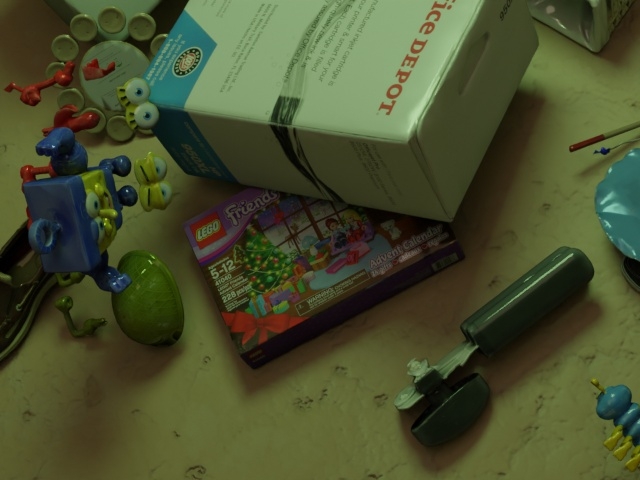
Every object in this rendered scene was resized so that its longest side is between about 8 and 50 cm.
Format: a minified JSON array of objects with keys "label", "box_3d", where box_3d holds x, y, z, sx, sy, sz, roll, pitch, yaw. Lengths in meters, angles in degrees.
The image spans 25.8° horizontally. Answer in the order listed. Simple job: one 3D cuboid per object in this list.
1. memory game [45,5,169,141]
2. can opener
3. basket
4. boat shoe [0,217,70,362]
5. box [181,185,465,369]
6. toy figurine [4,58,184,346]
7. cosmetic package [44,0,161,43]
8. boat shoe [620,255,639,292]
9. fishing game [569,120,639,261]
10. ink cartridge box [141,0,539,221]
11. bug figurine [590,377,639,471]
[{"label":"memory game","box_3d":[-0.264,-0.216,1.823,0.186,0.186,0.012,-14,24,10]},{"label":"can opener","box_3d":[0.199,0.116,1.591,0.280,0.074,0.093,-42,97,-3]},{"label":"basket","box_3d":[0.305,-0.331,1.725,0.167,0.113,0.103,36,77,26]},{"label":"boat shoe","box_3d":[-0.399,0.055,1.768,0.095,0.095,0.257,31,79,26]},{"label":"box","box_3d":[0.000,0.000,1.696,0.293,0.057,0.201,-28,61,3]},{"label":"toy figurine","box_3d":[-0.291,-0.007,1.598,0.191,0.217,0.362,-3,108,16]},{"label":"cosmetic package","box_3d":[-0.221,-0.501,1.867,0.453,0.230,0.161,-48,32,-8]},{"label":"boat shoe","box_3d":[0.398,0.051,1.566,0.142,0.040,0.049,35,80,26]},{"label":"fishing game","box_3d":[0.406,-0.036,1.595,0.189,0.041,0.264,-21,54,-9]},{"label":"ink cartridge box","box_3d":[0.020,-0.204,1.666,0.395,0.166,0.285,12,62,32]},{"label":"bug figurine","box_3d":[0.427,0.161,1.463,0.279,0.072,0.216,-41,89,-5]}]
